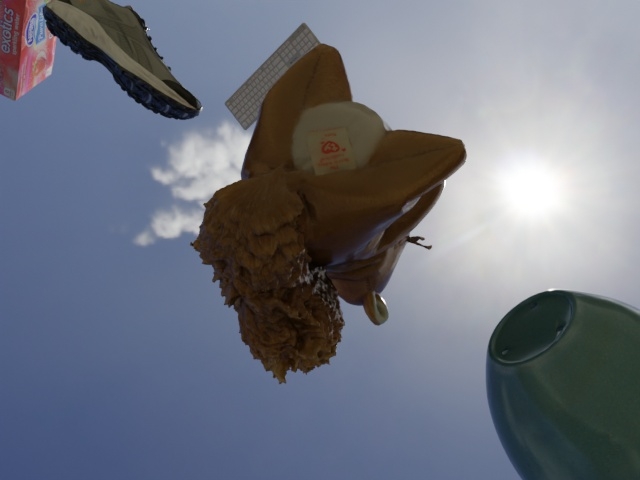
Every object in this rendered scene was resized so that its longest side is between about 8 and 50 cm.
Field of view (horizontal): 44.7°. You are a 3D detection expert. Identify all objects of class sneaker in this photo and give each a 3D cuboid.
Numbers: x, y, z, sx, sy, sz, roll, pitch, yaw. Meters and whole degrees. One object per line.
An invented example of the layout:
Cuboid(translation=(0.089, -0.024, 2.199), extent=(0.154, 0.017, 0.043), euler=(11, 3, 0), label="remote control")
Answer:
Cuboid(translation=(-0.284, -0.289, 1.187), extent=(0.271, 0.100, 0.108), euler=(41, -109, -12), label="sneaker")

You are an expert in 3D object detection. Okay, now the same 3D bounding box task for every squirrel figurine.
Cuboid(translation=(0.000, 0.000, 1.130), extent=(0.281, 0.370, 0.397), euler=(35, -113, 22), label="squirrel figurine")

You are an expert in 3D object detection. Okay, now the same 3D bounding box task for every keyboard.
Cuboid(translation=(-0.092, -0.316, 1.524), extent=(0.072, 0.256, 0.014), euler=(56, -145, 4), label="keyboard")

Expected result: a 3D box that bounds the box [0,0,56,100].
Cuboid(translation=(-0.606, -0.448, 1.505), extent=(0.154, 0.299, 0.142), euler=(25, -142, -1), label="box")

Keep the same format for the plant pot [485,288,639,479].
Cuboid(translation=(0.334, 0.178, 1.028), extent=(0.290, 0.195, 0.290), euler=(-38, -162, 15), label="plant pot")
